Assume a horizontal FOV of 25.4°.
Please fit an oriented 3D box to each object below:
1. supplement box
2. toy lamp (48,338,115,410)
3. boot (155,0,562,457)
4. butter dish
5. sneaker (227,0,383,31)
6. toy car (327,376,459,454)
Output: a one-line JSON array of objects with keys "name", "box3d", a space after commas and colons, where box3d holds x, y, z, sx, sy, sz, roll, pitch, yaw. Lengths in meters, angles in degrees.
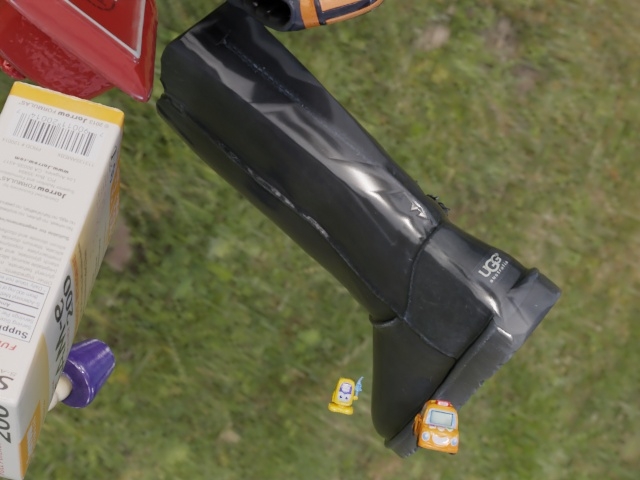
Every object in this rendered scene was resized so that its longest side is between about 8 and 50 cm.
[{"name": "supplement box", "box3d": [-0.088, 0.012, 0.417, 0.062, 0.036, 0.098, 108, -2, -60]}, {"name": "toy lamp", "box3d": [-0.337, 0.198, 1.624, 0.274, 0.080, 0.080, -42, 141, -48]}, {"name": "boot", "box3d": [0.001, -0.001, 1.494, 0.146, 0.445, 0.367, -47, 173, -35]}, {"name": "butter dish", "box3d": [-0.225, -0.178, 1.185, 0.118, 0.160, 0.160, -36, 126, 28]}, {"name": "sneaker", "box3d": [-0.053, -0.335, 1.288, 0.180, 0.321, 0.124, -23, 161, 3]}, {"name": "toy car", "box3d": [0.061, 0.141, 1.178, 0.060, 0.122, 0.041, -21, 125, -74]}]
